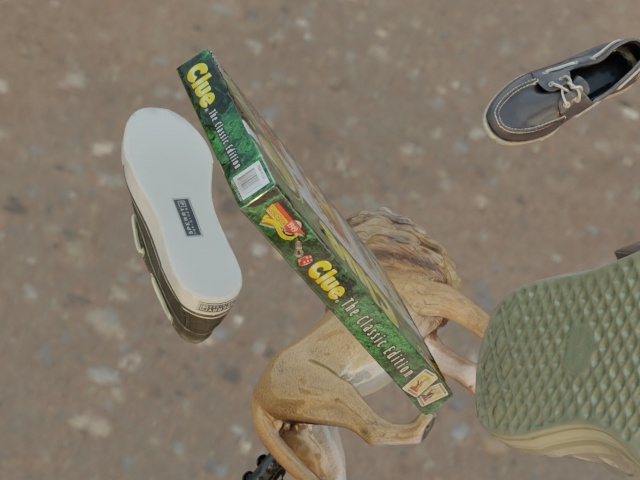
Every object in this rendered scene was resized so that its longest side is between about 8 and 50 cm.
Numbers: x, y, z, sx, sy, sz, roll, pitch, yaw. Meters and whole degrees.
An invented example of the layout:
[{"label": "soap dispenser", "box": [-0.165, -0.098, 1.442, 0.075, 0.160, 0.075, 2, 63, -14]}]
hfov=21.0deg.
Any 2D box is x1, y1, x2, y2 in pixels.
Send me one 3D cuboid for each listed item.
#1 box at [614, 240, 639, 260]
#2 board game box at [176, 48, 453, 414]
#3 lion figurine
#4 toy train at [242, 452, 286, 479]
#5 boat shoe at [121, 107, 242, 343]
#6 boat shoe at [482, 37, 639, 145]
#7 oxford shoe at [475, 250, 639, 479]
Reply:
[{"label": "box", "box": [0.434, 0.064, 1.786, 0.143, 0.270, 0.165, -22, 94, -8]}, {"label": "board game box", "box": [0.000, 0.000, 1.103, 0.260, 0.030, 0.136, 50, 12, -47]}, {"label": "lion figurine", "box": [0.037, 0.113, 1.715, 0.240, 0.142, 0.392, 29, 42, 19]}, {"label": "toy train", "box": [-0.089, 0.274, 1.676, 0.158, 0.036, 0.027, -49, 37, -13]}, {"label": "boat shoe", "box": [-0.125, -0.015, 1.437, 0.077, 0.070, 0.219, 2, 50, -25]}, {"label": "boat shoe", "box": [0.264, -0.166, 1.852, 0.206, 0.065, 0.075, -25, 78, -23]}, {"label": "oxford shoe", "box": [0.239, 0.084, 1.046, 0.130, 0.449, 0.169, 15, 82, -18]}]
